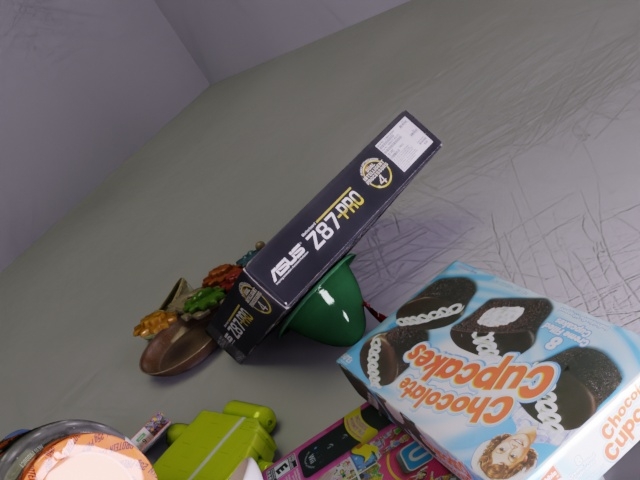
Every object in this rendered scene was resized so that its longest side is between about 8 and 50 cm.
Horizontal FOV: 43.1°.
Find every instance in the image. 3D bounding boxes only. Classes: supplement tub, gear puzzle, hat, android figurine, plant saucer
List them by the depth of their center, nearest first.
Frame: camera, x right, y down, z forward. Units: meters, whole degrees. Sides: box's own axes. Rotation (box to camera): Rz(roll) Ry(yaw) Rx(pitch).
[{"bbox_3d":[-0.334,0.335,1.009,0.338,0.207,0.207,-27,19,53],"label":"supplement tub"},{"bbox_3d":[-0.159,0.313,1.099,0.272,0.056,0.248,-8,33,51],"label":"android figurine"},{"bbox_3d":[0.057,0.139,1.212,0.173,0.183,0.208,-50,-7,8],"label":"hat"},{"bbox_3d":[-0.243,0.187,1.496,0.198,0.036,0.199,-28,23,13],"label":"plant saucer"},{"bbox_3d":[-0.214,0.089,1.548,0.338,0.044,0.175,-30,18,-26],"label":"gear puzzle"}]

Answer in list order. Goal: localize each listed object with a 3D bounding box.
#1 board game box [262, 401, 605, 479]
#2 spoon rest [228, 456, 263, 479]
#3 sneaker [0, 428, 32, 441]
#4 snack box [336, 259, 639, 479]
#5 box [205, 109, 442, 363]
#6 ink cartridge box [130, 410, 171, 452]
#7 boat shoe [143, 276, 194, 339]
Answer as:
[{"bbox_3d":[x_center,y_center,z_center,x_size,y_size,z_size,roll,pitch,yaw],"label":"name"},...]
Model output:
[{"bbox_3d":[0.101,0.246,0.835,0.303,0.098,0.224,-33,22,0],"label":"board game box"},{"bbox_3d":[-0.133,0.352,0.836,0.276,0.084,0.137,-67,8,-25],"label":"spoon rest"},{"bbox_3d":[-0.602,0.427,1.434,0.090,0.081,0.232,-2,39,40],"label":"sneaker"},{"bbox_3d":[0.162,0.130,0.785,0.187,0.060,0.322,-39,24,-12],"label":"snack box"},{"bbox_3d":[0.000,0.000,1.312,0.395,0.097,0.318,-46,-4,-28],"label":"box"},{"bbox_3d":[-0.260,0.294,1.242,0.063,0.029,0.115,-44,-5,-19],"label":"ink cartridge box"},{"bbox_3d":[-0.319,0.142,1.671,0.056,0.048,0.153,-6,35,49],"label":"boat shoe"}]
